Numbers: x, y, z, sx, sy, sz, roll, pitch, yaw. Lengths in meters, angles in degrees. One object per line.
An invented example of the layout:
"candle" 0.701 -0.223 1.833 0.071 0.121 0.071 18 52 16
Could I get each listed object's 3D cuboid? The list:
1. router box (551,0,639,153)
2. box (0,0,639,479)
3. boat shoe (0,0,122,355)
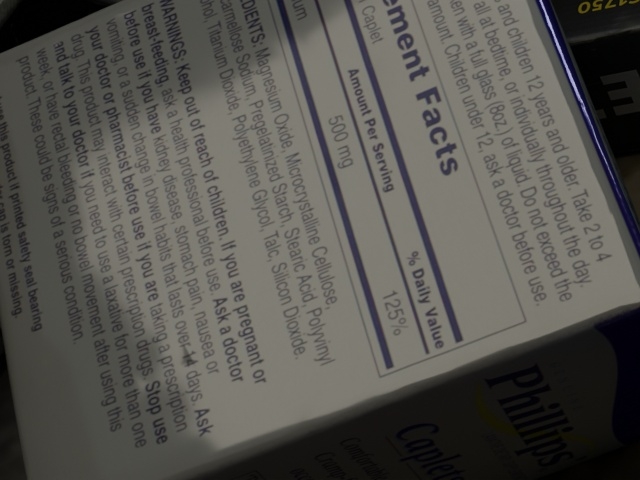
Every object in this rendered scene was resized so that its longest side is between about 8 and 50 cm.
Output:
"router box" 0.065 -0.081 0.507 0.178 0.046 0.133 -9 43 25
"box" 0.000 0.000 0.397 0.137 0.072 0.126 -22 58 10
"boat shoe" -0.085 -0.059 0.544 0.119 0.121 0.335 17 64 27
